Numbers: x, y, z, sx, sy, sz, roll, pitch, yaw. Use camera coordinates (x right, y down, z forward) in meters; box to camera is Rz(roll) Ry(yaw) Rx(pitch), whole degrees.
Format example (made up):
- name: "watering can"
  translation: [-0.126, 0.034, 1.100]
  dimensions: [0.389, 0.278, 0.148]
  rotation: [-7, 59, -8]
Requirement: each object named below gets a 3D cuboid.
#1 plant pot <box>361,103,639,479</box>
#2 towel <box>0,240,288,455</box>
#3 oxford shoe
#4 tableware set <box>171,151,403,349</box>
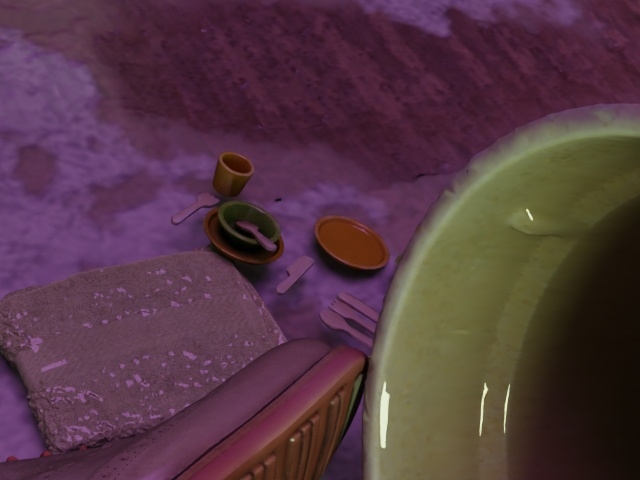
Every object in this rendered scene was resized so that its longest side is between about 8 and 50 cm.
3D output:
- name: "plant pot"
  translation: [0.236, 0.105, 0.634]
  dimensions: [0.305, 0.334, 0.334]
  rotation: [-5, 50, -35]
- name: "towel"
  translation: [-0.089, 0.057, 0.750]
  dimensions: [0.148, 0.027, 0.110]
  rotation: [-15, 56, -29]
- name: "oxford shoe"
  translation: [-0.119, 0.123, 0.621]
  dimensions: [0.130, 0.123, 0.348]
  rotation: [37, 49, 25]
- name: "tableware set"
  translation: [0.000, 0.000, 0.811]
  dimensions: [0.154, 0.024, 0.104]
  rotation: [32, 33, 9]
